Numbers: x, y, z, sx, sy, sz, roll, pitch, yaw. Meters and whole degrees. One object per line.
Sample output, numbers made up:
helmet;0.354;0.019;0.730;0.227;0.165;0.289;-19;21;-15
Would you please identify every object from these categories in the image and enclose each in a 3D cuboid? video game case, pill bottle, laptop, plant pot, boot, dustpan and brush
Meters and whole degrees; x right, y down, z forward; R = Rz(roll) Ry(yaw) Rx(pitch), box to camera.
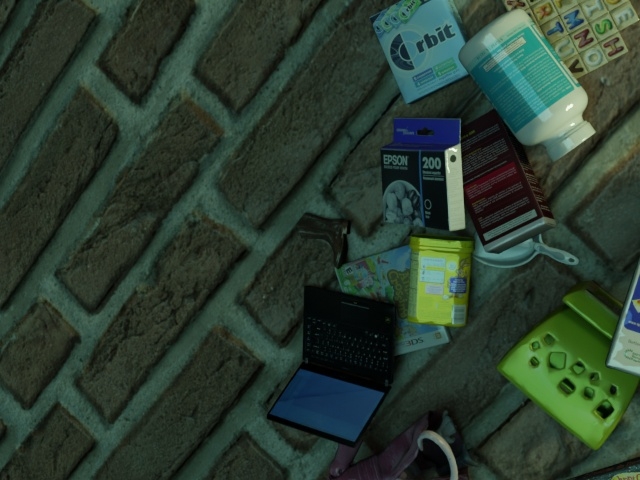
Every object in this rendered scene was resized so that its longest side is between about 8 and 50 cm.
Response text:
video game case;0.146;0.128;2.046;0.193;0.023;0.212;-18;91;26
pill bottle;0.376;-0.272;1.796;0.146;0.146;0.264;-37;85;26
laptop;0.019;0.249;2.039;0.234;0.136;0.264;11;105;36
plant pot;0.481;0.206;1.800;0.227;0.228;0.207;39;105;14
boot;0.000;0.000;2.078;0.114;0.037;0.106;9;82;20
dustpan and brush;0.389;0.000;1.889;0.211;0.060;0.147;21;108;21

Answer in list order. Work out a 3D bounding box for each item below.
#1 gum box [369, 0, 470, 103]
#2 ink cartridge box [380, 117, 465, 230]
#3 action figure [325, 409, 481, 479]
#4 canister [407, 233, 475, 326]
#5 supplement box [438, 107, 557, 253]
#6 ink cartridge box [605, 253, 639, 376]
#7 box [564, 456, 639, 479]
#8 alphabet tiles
gum box;0.201;-0.377;1.920;0.157;0.041;0.184;-23;88;27
ink cartridge box;0.191;-0.130;1.916;0.206;0.045;0.208;10;105;56
action figure;0.128;0.489;1.998;0.370;0.276;0.248;-24;95;13
canister;0.232;0.077;1.954;0.126;0.073;0.170;5;97;12
supplement box;0.327;-0.109;1.863;0.130;0.073;0.239;-27;74;26
ink cartridge box;0.606;0.058;1.638;0.176;0.069;0.371;18;92;14
box;0.581;0.506;1.901;0.233;0.044;0.159;-26;88;26
alphabet tiles;0.449;-0.418;1.816;0.198;0.009;0.237;-27;87;26
